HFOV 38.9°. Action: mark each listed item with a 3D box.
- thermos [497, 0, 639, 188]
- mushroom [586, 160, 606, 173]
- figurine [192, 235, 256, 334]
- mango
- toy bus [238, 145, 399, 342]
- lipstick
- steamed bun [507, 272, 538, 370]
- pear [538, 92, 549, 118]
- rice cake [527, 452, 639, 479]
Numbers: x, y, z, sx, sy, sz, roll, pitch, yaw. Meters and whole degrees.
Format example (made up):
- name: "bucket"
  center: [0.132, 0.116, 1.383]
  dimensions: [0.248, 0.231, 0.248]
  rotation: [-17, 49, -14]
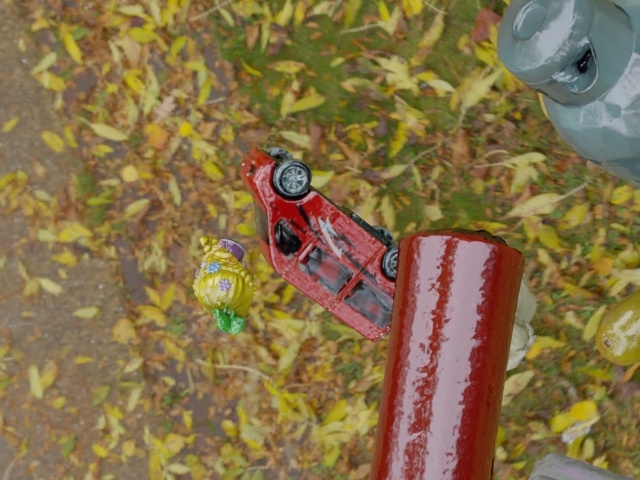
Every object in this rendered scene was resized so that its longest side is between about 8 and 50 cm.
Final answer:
- name: "thermos"
  center: [0.261, -0.131, 0.740]
  dimensions: [0.145, 0.286, 0.182]
  rotation: [-50, 36, 28]
- name: "mushroom"
  center: [0.565, -0.201, 1.660]
  dimensions: [0.072, 0.094, 0.209]
  rotation: [40, 115, 20]
- name: "figurine"
  center: [-0.158, 0.065, 1.416]
  dimensions: [0.095, 0.115, 0.156]
  rotation: [-17, 49, 21]
- name: "mango"
  center: [0.529, 0.128, 1.447]
  dimensions: [0.130, 0.195, 0.092]
  rotation: [87, 159, -44]
- name: "toy bus"
  center: [0.000, 0.000, 0.789]
  dimensions: [0.195, 0.081, 0.089]
  rotation: [38, 92, -21]
- name: "lipstick"
  center: [0.068, 0.114, 0.533]
  dimensions: [0.080, 0.080, 0.241]
  rotation: [3, 78, 27]
- name: "steamed bun"
  center: [0.266, 0.131, 1.764]
  dimensions: [0.280, 0.268, 0.207]
  rotation: [-18, 126, 36]
- name: "pear"
  center: [0.384, -0.221, 1.259]
  dimensions: [0.178, 0.178, 0.178]
  rotation: [1, 92, 27]
- name: "rice cake"
  center: [0.373, 0.314, 1.009]
  dimensions: [0.298, 0.106, 0.050]
  rotation: [12, 116, 25]
